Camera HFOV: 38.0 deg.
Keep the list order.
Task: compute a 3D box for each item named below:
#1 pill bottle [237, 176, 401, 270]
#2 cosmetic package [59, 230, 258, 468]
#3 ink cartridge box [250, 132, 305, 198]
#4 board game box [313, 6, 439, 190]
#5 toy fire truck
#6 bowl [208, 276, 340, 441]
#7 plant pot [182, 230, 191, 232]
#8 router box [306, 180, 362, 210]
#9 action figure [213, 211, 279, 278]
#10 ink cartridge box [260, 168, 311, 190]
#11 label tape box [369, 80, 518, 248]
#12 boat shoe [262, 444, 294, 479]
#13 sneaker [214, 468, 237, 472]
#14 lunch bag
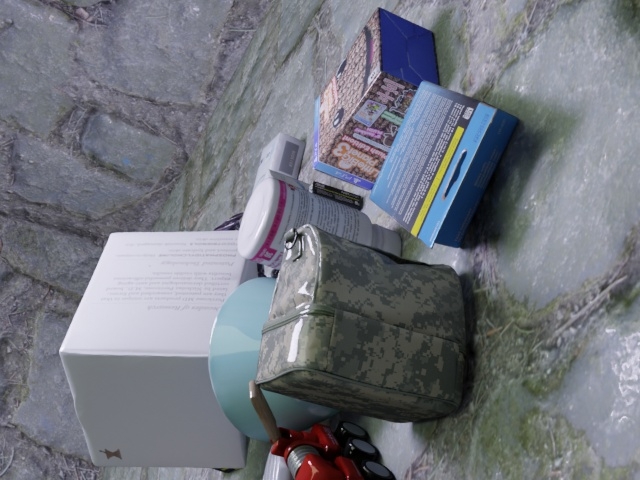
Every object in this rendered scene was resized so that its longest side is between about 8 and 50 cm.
[{"bbox_3d":[0.000,0.000,1.762,0.160,0.283,0.160,-54,25,39],"label":"pill bottle"},{"bbox_3d":[-0.304,0.221,1.943,0.394,0.327,0.329,-83,-9,-53],"label":"cosmetic package"},{"bbox_3d":[-0.184,-0.098,2.660,0.385,0.091,0.308,-31,42,60],"label":"ink cartridge box"},{"bbox_3d":[0.112,-0.296,1.965,0.291,0.141,0.232,-53,25,40],"label":"board game box"},{"bbox_3d":[-0.023,0.353,1.536,0.159,0.246,0.217,-67,19,10],"label":"toy fire truck"},{"bbox_3d":[-0.036,0.213,1.709,0.163,0.311,0.312,-10,59,41],"label":"bowl"},{"bbox_3d":[-0.334,0.137,2.665,0.290,0.195,0.290,-164,90,-71],"label":"plant pot"},{"bbox_3d":[0.017,-0.075,2.036,0.092,0.122,0.038,-51,31,46],"label":"router box"},{"bbox_3d":[-0.153,0.079,2.196,0.099,0.285,0.185,-23,12,25],"label":"action figure"},{"bbox_3d":[-0.066,-0.064,2.170,0.128,0.176,0.127,-62,21,23],"label":"ink cartridge box"},{"bbox_3d":[0.218,-0.121,1.557,0.241,0.105,0.334,-66,20,10],"label":"label tape box"},{"bbox_3d":[-0.040,0.512,1.628,0.121,0.119,0.335,120,154,-54],"label":"boat shoe"},{"bbox_3d":[-0.228,0.523,2.232,0.144,0.053,0.059,-29,45,50],"label":"sneaker"},{"bbox_3d":[0.072,0.126,1.431,0.212,0.305,0.256,-29,48,59],"label":"lunch bag"}]
